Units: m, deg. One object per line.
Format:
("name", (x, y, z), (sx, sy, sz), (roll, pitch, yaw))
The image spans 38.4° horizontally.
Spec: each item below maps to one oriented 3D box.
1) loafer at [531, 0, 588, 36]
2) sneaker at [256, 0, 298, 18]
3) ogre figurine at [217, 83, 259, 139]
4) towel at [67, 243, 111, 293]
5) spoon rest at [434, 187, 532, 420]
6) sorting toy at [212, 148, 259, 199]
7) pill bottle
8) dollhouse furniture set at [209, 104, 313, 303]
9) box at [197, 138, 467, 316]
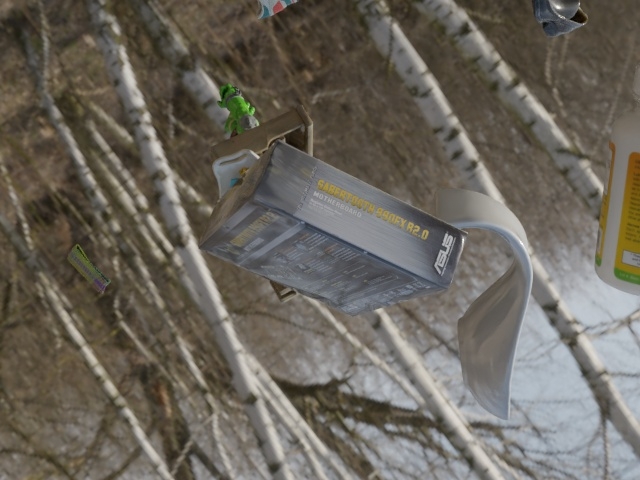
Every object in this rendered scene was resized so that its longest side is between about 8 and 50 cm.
("loafer", (0.343, -0.343, 1.328), (0.061, 0.062, 0.170), (-6, 175, 25))
("sneaker", (-0.099, -0.366, 1.231), (0.075, 0.161, 0.057), (-32, -143, 11))
("ogre figurine", (-0.127, -0.159, 1.582), (0.097, 0.197, 0.118), (-1, -155, -24))
("towel", (-0.268, 0.033, 1.061), (0.009, 0.060, 0.083), (-44, -176, -21))
("spoon rest", (0.173, 0.067, 0.918), (0.084, 0.276, 0.137), (-8, -140, 12))
("sorting toy", (-0.087, -0.076, 1.072), (0.083, 0.075, 0.045), (-17, -130, 17))
("pill bottle", (0.386, -0.069, 1.017), (0.136, 0.245, 0.136), (1, -160, 0))
("dollhouse furniture set", (-0.043, -0.062, 1.430), (0.161, 0.242, 0.212), (-27, 160, -12))
("box", (0.000, 0.000, 0.845), (0.056, 0.183, 0.231), (-68, -167, -17))
